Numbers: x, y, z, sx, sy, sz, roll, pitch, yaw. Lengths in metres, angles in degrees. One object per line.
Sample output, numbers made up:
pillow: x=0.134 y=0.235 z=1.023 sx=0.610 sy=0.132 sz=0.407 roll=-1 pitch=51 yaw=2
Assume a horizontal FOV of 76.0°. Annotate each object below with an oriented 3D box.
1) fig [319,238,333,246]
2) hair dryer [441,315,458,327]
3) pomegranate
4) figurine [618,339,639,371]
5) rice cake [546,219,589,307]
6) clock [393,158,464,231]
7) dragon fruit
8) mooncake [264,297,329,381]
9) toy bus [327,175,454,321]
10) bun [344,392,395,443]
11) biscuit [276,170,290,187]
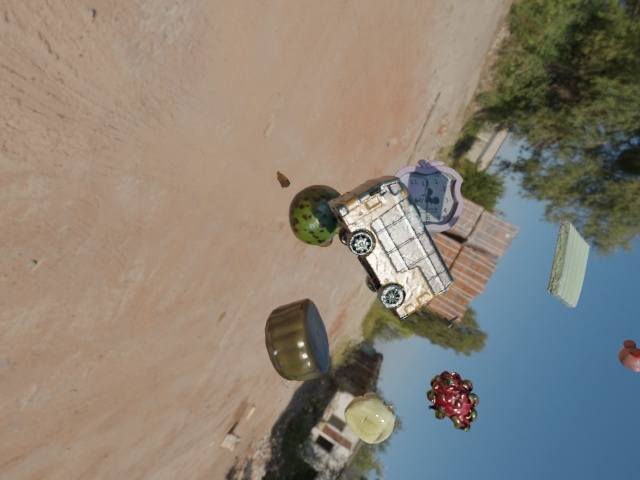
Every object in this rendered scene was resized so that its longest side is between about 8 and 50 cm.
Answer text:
fig: x=0.000 y=0.000 z=1.949 sx=0.125 sy=0.089 sz=0.088 roll=-28 pitch=148 yaw=-42
hair dryer: x=0.618 y=0.374 z=1.934 sx=0.083 sy=0.047 sz=0.026 roll=-21 pitch=150 yaw=-24
pomegranate: x=0.013 y=-0.069 z=1.582 sx=0.242 sy=0.305 sz=0.242 roll=-32 pitch=158 yaw=-14
figurine: x=0.915 y=0.342 z=1.204 sx=0.083 sy=0.067 sz=0.071 roll=-52 pitch=130 yaw=-60
rice cake: x=0.682 y=0.070 z=1.122 sx=0.189 sy=0.037 sz=0.198 roll=28 pitch=77 yaw=-38
clock: x=0.456 y=-0.190 z=1.798 sx=0.338 sy=0.339 sz=0.102 roll=-57 pitch=-179 yaw=-11
dragon fruit: x=0.594 y=0.707 z=1.797 sx=0.218 sy=0.273 sz=0.198 roll=-45 pitch=168 yaw=-22
mooncake: x=-0.080 y=0.368 z=1.500 sx=0.162 sy=0.290 sz=0.290 roll=-17 pitch=176 yaw=15
toy bus: x=0.168 y=0.009 z=1.009 sx=0.194 sy=0.323 sz=0.162 roll=-31 pitch=-168 yaw=0
bun: x=0.221 y=0.758 z=1.779 sx=0.145 sy=0.230 sz=0.229 roll=-42 pitch=158 yaw=-51
biscuit: x=-0.157 y=-0.259 z=1.761 sx=0.016 sy=0.092 sz=0.082 roll=-36 pitch=126 yaw=-26
